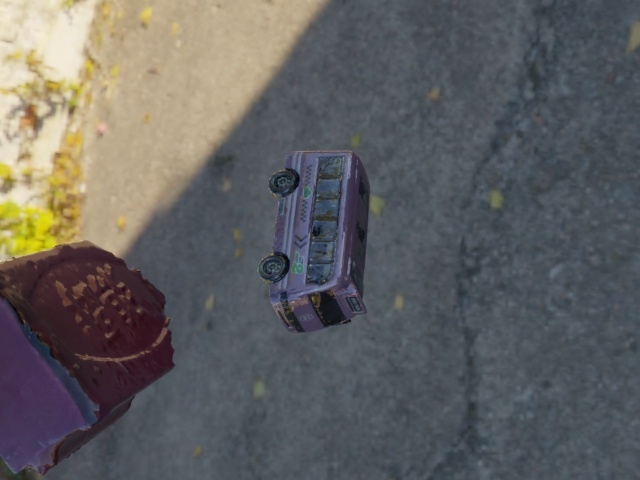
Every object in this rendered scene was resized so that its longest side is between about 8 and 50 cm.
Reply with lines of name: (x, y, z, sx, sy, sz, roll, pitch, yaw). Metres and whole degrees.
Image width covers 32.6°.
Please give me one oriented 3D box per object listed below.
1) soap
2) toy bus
soap: (-0.220, 0.086, 0.946, 0.099, 0.250, 0.162, -44, 88, 13)
toy bus: (0.000, 0.000, 1.220, 0.108, 0.096, 0.199, -4, 57, 15)
